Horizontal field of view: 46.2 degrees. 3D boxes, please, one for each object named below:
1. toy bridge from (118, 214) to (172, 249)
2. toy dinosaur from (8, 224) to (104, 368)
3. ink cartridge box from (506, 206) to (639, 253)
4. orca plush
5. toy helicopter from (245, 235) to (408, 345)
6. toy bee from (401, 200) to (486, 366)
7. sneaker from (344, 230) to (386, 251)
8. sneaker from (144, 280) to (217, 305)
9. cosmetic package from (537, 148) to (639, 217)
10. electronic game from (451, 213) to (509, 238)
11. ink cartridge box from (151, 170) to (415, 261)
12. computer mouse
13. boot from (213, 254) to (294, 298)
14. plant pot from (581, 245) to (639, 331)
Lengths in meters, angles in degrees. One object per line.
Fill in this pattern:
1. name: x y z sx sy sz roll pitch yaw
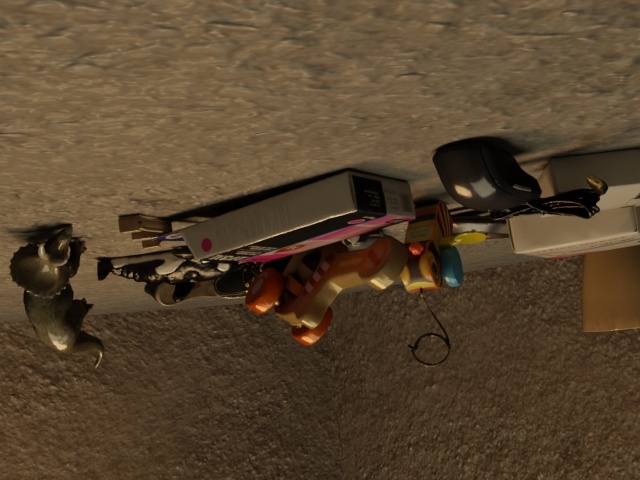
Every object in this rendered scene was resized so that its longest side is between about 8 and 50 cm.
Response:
1. toy bridge: -0.266 -0.014 1.183 0.063 0.026 0.188 -8 172 -3
2. toy dinosaur: -0.426 0.098 1.200 0.121 0.313 0.160 3 -150 -1
3. ink cartridge box: 0.467 -0.042 1.332 0.207 0.117 0.283 -12 172 30
4. orca plush: -0.305 0.074 1.530 0.287 0.102 0.151 -4 172 -22
5. toy helicopter: 0.036 0.039 1.251 0.140 0.234 0.355 37 156 -20
6. toy bee: 0.182 0.027 1.246 0.195 0.298 0.162 -26 132 8
7. sneaker: 0.113 0.034 1.650 0.083 0.098 0.224 -10 173 18
8. sneaker: -0.329 0.100 1.899 0.222 0.083 0.118 -11 -166 -32
9. cosmetic package: 0.449 -0.088 1.111 0.239 0.060 0.099 -7 158 -2
10. electronic game: 0.305 -0.030 1.540 0.230 0.048 0.229 0 176 0
11. ink cartridge box: -0.060 -0.019 1.129 0.371 0.069 0.176 -14 171 32
12. computer mouse: 0.267 -0.061 0.974 0.184 0.060 0.262 -4 163 31
13. boot: -0.152 0.075 1.775 0.237 0.085 0.178 -14 171 1
14. plant pot: 0.672 0.046 1.609 0.257 0.273 0.256 -8 173 -1
